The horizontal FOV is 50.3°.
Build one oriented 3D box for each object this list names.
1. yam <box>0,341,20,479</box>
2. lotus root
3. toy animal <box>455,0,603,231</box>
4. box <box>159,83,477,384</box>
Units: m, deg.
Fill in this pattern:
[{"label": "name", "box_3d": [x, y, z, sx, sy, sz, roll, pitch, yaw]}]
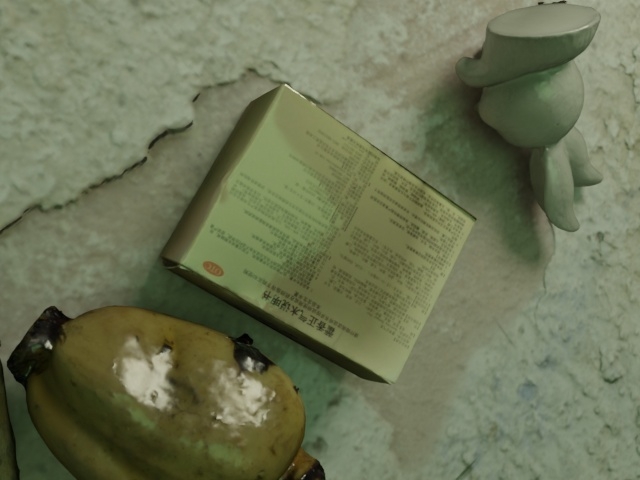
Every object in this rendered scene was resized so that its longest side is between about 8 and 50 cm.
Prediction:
[{"label": "yam", "box_3d": [-0.270, 0.098, 0.460, 0.107, 0.107, 0.194, -12, 98, -22]}, {"label": "lotus root", "box_3d": [-0.105, 0.135, 0.517, 0.257, 0.140, 0.154, 36, 91, -10]}, {"label": "toy animal", "box_3d": [0.211, -0.118, 0.680, 0.104, 0.130, 0.221, -60, 144, -44]}, {"label": "box", "box_3d": [0.000, 0.000, 0.579, 0.212, 0.095, 0.168, 32, 78, -20]}]
